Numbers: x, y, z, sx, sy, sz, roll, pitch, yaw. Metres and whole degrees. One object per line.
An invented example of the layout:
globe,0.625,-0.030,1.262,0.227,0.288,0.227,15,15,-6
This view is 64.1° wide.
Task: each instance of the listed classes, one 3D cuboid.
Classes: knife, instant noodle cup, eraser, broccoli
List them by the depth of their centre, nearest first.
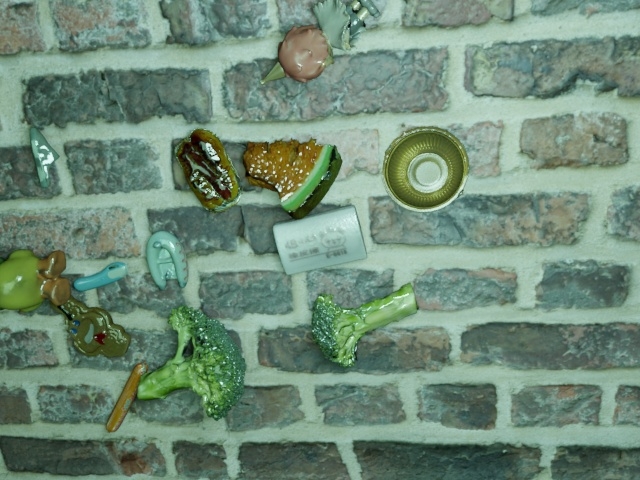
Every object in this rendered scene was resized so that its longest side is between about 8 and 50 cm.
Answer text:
instant noodle cup,0.322,-0.208,1.545,0.274,0.091,0.274,1,105,5
eraser,0.000,0.000,1.632,0.270,0.095,0.174,-12,106,9
broccoli,0.133,0.232,1.638,0.361,0.221,0.252,-42,105,4
broccoli,-0.425,0.469,1.726,0.397,0.275,0.353,-51,52,5
knife,-0.760,0.127,1.770,0.222,0.031,0.064,-19,107,14

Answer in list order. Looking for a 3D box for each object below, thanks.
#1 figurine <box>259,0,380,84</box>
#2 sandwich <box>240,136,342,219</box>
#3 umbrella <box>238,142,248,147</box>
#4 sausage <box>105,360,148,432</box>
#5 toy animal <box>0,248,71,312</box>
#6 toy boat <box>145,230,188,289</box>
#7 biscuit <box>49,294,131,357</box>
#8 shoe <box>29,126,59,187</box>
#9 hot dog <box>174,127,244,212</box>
figurine,-0.009,-0.550,1.457,0.387,0.166,0.207,-39,65,16
sandwich,-0.108,-0.206,1.557,0.301,0.162,0.250,26,77,11
umbrella,-0.201,-0.290,1.611,0.122,0.013,0.022,22,126,-2
sausage,-0.712,0.580,1.877,0.053,0.053,0.347,29,106,-3
toy animal,-1.036,0.143,1.715,0.338,0.191,0.216,-4,101,7
toy boat,-0.517,0.070,1.708,0.134,0.079,0.207,-3,107,9
biscuit,-0.828,0.307,1.820,0.183,0.047,0.319,-39,97,11
shoe,-0.892,-0.270,1.661,0.078,0.079,0.195,-9,98,-28
hot dog,-0.355,-0.217,1.611,0.163,0.082,0.270,-23,103,13
